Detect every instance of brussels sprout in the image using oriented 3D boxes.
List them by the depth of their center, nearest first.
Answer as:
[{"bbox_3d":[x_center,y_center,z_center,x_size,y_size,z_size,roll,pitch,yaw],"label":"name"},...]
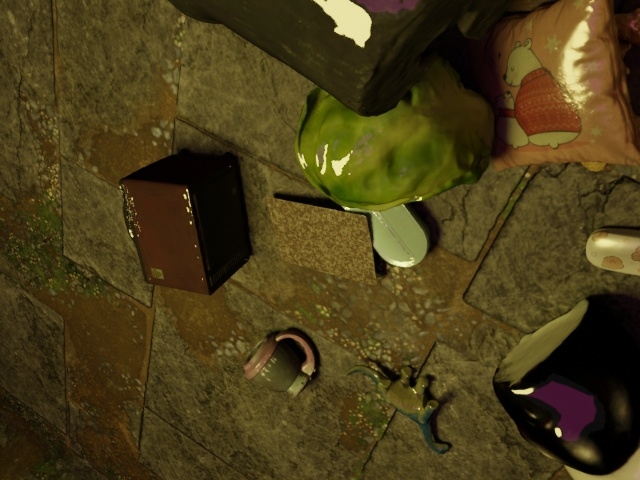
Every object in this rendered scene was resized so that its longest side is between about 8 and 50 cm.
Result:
[{"bbox_3d":[0.095,-0.154,0.735,0.259,0.294,0.227,-142,47,-68],"label":"brussels sprout"}]

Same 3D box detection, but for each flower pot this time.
[{"bbox_3d":[0.043,-0.288,0.500,0.379,0.379,0.251,-42,81,38],"label":"flower pot"}]

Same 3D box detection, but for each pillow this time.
[{"bbox_3d":[0.292,-0.192,0.681,0.236,0.084,0.223,14,131,64],"label":"pillow"}]

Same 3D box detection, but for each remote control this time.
[{"bbox_3d":[0.100,-0.061,0.919,0.104,0.052,0.247,-34,96,37],"label":"remote control"}]

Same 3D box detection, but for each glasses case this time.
[{"bbox_3d":[0.474,0.020,0.752,0.164,0.041,0.063,10,121,32],"label":"glasses case"}]

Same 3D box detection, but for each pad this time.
[{"bbox_3d":[0.000,0.000,1.006,0.234,0.003,0.158,13,129,34],"label":"pad"}]

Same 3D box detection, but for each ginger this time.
[{"bbox_3d":[0.379,-0.201,0.686,0.176,0.052,0.193,49,141,11],"label":"ginger"}]

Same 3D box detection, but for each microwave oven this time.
[{"bbox_3d":[-0.269,-0.040,1.061,0.188,0.178,0.248,8,119,26],"label":"microwave oven"}]

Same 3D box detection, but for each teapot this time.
[{"bbox_3d":[-0.084,0.281,1.194,0.146,0.148,0.116,38,165,-8],"label":"teapot"}]

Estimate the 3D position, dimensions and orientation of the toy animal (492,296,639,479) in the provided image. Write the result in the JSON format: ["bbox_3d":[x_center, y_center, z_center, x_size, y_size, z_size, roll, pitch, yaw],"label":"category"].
[{"bbox_3d":[0.441,0.276,0.805,0.310,0.251,0.251,46,129,9],"label":"toy animal"}]

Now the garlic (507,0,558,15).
[{"bbox_3d":[0.270,-0.317,0.645,0.152,0.084,0.066,10,107,59],"label":"garlic"}]

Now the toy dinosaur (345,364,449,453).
[{"bbox_3d":[0.166,0.352,1.101,0.247,0.075,0.188,17,130,14],"label":"toy dinosaur"}]
